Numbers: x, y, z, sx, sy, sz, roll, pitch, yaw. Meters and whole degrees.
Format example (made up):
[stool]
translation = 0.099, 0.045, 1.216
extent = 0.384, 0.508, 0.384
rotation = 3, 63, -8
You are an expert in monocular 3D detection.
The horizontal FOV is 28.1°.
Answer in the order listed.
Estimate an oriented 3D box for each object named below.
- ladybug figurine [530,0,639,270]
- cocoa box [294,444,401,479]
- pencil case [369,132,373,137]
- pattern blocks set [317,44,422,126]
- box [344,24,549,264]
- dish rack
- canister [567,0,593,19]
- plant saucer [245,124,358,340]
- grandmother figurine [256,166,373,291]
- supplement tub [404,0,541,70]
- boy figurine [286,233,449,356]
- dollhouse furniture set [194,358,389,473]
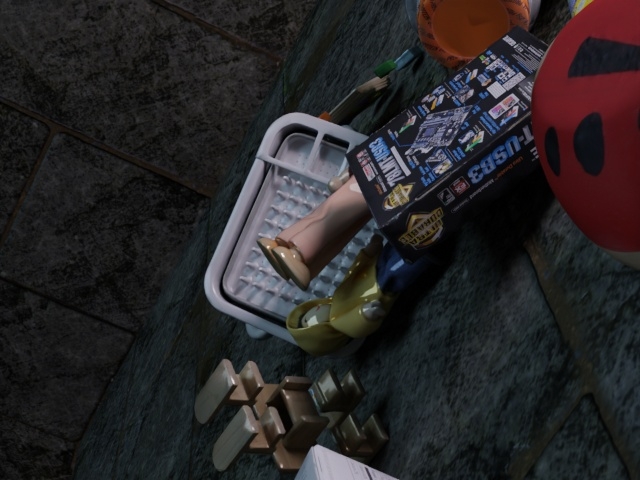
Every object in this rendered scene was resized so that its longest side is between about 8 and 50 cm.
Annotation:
[ladybug figurine]
translation = 0.313, -0.127, 1.125
extent = 0.305, 0.162, 0.449
rotation = -65, 14, -1
[cocoa box]
translation = 0.028, 0.407, 1.130
extent = 0.347, 0.228, 0.231
rotation = -62, 14, 12
[pencil case]
translation = 0.122, -0.146, 2.066
extent = 0.070, 0.064, 0.152
rotation = -57, 14, -3
[pattern blocks set]
translation = 0.044, -0.228, 2.318
extent = 0.325, 0.026, 0.285
rotation = -42, -4, 42
[box]
translation = 0.181, -0.129, 1.581
extent = 0.293, 0.073, 0.295
rotation = -39, 20, 7
[dish rack]
translation = 0.000, -0.005, 1.957
extent = 0.333, 0.285, 0.072
rotation = -66, -21, -5
[canister]
translation = 0.342, -0.294, 1.491
extent = 0.126, 0.073, 0.170
rotation = -56, 15, 32
[plant saucer]
translation = 0.000, 0.000, 2.197
extent = 0.400, 0.100, 0.400
rotation = -59, 15, 27
[grandmother figurine]
translation = 0.070, -0.070, 1.827
extent = 0.342, 0.104, 0.208
rotation = -38, 31, -10
[supplement tub]
translation = 0.220, -0.390, 1.853
extent = 0.193, 0.193, 0.316
rotation = -55, 18, 37
[boy figurine]
translation = 0.063, 0.062, 1.808
extent = 0.285, 0.092, 0.177
rotation = -41, 25, 33
[dollhouse furniture set]
translation = -0.038, 0.293, 1.625
extent = 0.161, 0.212, 0.242
rotation = -55, 44, 31
